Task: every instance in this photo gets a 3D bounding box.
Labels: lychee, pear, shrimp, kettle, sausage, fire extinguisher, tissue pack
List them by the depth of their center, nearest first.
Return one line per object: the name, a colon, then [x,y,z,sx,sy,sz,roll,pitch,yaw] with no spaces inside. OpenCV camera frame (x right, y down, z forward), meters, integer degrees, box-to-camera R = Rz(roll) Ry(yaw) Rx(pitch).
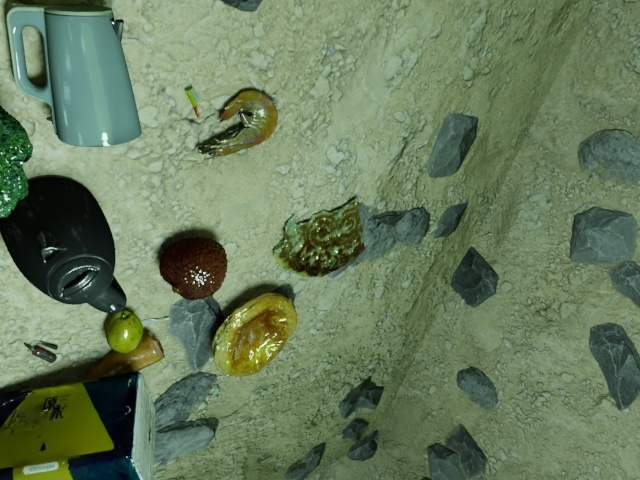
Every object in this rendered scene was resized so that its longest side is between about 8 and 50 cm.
kettle: [-0.475,-0.322,0.907,0.210,0.160,0.243,-2,121,-9]
kettle: [-0.529,0.036,1.024,0.207,0.290,0.268,-41,144,-11]
shrimp: [-0.216,-0.296,1.234,0.248,0.068,0.150,-41,130,-18]
tissue pack: [-0.673,0.541,1.244,0.416,0.264,0.253,-7,134,-9]
fire extinguisher: [-0.738,0.293,1.254,0.046,0.032,0.100,-30,146,-7]
lychee: [-0.355,0.077,1.325,0.194,0.194,0.195,-26,138,-27]
pear: [-0.561,0.262,1.339,0.107,0.107,0.132,-19,131,-33]
sausage: [-0.602,0.384,1.404,0.270,0.109,0.109,-37,142,-9]

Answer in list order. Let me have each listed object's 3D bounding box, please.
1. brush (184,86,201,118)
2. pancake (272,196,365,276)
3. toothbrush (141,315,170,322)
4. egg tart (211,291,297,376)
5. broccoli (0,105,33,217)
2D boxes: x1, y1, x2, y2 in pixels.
brush: [-0.305,-0.333,1.143,0.021,0.018,0.083,-42,142,-24]
pancake: [0.000,0.005,1.728,0.426,0.067,0.305,-19,127,-32]
toothbrush: [-0.527,0.247,1.440,0.131,0.013,0.011,-4,115,-42]
egg tart: [-0.244,0.323,1.678,0.351,0.150,0.352,-25,132,-32]
broccoli: [-0.660,-0.138,0.787,0.275,0.308,0.307,-23,157,34]
